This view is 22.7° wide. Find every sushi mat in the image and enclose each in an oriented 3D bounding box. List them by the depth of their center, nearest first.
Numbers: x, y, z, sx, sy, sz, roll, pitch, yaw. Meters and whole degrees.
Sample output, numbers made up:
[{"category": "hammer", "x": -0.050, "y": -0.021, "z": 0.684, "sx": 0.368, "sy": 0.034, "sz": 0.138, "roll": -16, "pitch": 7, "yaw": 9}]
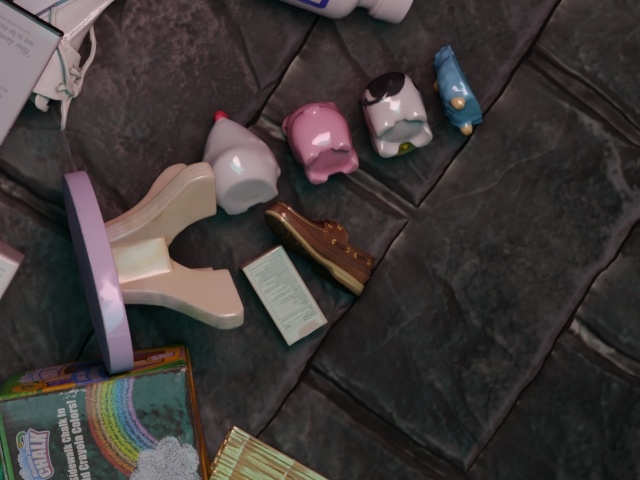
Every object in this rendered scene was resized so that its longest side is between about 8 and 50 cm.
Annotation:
[{"category": "sushi mat", "x": -0.014, "y": 0.374, "z": 2.018, "sx": 0.317, "sy": 0.019, "sz": 0.151, "roll": 31, "pitch": 89, "yaw": -9}]

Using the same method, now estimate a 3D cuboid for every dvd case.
[{"category": "dvd case", "x": -0.431, "y": -0.174, "z": 1.813, "sx": 0.180, "sy": 0.022, "sz": 0.253, "roll": 30, "pitch": 101, "yaw": -7}]

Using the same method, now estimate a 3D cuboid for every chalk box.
[{"category": "chalk box", "x": -0.285, "y": 0.241, "z": 1.885, "sx": 0.289, "sy": 0.179, "sz": 0.180, "roll": -9, "pitch": 96, "yaw": -3}]

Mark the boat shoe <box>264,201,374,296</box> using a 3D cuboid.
[{"category": "boat shoe", "x": 0.000, "y": 0.000, "z": 1.959, "sx": 0.178, "sy": 0.064, "sz": 0.060, "roll": 41, "pitch": 77, "yaw": -35}]

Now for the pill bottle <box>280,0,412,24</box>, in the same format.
[{"category": "pill bottle", "x": -0.015, "y": -0.355, "z": 1.905, "sx": 0.272, "sy": 0.152, "sz": 0.152, "roll": 18, "pitch": 91, "yaw": -10}]

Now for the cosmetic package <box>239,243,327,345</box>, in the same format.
[{"category": "cosmetic package", "x": -0.046, "y": 0.067, "z": 1.982, "sx": 0.060, "sy": 0.041, "sz": 0.115, "roll": -30, "pitch": 98, "yaw": -6}]

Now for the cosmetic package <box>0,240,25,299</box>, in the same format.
[{"category": "cosmetic package", "x": -0.520, "y": 0.132, "z": 1.857, "sx": 0.197, "sy": 0.155, "sz": 0.365, "roll": 32, "pitch": 89, "yaw": -9}]

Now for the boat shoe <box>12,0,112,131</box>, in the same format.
[{"category": "boat shoe", "x": -0.335, "y": -0.202, "z": 1.875, "sx": 0.367, "sy": 0.136, "sz": 0.156, "roll": -34, "pitch": 98, "yaw": -2}]

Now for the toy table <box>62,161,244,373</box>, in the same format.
[{"category": "toy table", "x": -0.199, "y": 0.021, "z": 1.867, "sx": 0.161, "sy": 0.252, "sz": 0.274, "roll": -13, "pitch": 61, "yaw": -13}]

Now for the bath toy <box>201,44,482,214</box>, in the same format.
[{"category": "bath toy", "x": 0.015, "y": -0.138, "z": 1.939, "sx": 0.348, "sy": 0.151, "sz": 0.129, "roll": -18, "pitch": 62, "yaw": -4}]
